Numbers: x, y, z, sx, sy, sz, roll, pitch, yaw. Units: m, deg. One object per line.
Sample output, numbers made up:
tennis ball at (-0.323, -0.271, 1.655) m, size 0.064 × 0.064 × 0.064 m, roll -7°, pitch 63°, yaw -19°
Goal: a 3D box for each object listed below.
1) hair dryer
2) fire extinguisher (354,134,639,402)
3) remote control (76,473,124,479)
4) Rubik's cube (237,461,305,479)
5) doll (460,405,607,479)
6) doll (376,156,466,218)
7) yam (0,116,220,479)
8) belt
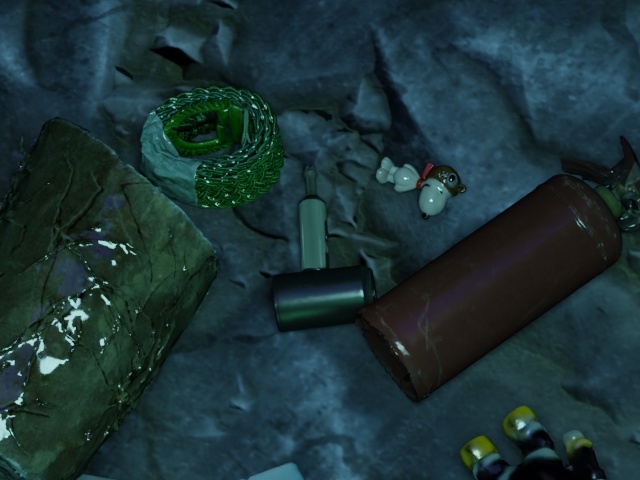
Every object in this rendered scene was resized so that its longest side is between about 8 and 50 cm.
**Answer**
hair dryer at (0.000, 0.000, 1.928) m, size 0.100 × 0.057 × 0.198 m, roll -8°, pitch 54°, yaw 4°
fire extinguisher at (0.187, 0.010, 1.861) m, size 0.337 × 0.106 × 0.147 m, roll -34°, pitch 35°, yaw -11°
remote control at (-0.174, 0.250, 1.826) m, size 0.184 × 0.027 × 0.050 m, roll 7°, pitch 60°, yaw 15°
Rubik's cube at (-0.053, 0.346, 1.652) m, size 0.224 × 0.213 × 0.265 m, roll -16°, pitch 46°, yaw -16°
doll at (0.227, 0.276, 1.678) m, size 0.145 × 0.103 × 0.316 m, roll -20°, pitch 50°, yaw -20°
doll at (0.102, -0.060, 1.948) m, size 0.085 × 0.040 × 0.058 m, roll 40°, pitch 84°, yaw 27°
yam at (-0.254, 0.075, 1.827) m, size 0.241 × 0.241 × 0.348 m, roll 22°, pitch 68°, yaw 21°
belt at (-0.114, -0.100, 1.986) m, size 0.151 × 0.079 × 0.121 m, roll -4°, pitch 60°, yaw 10°
